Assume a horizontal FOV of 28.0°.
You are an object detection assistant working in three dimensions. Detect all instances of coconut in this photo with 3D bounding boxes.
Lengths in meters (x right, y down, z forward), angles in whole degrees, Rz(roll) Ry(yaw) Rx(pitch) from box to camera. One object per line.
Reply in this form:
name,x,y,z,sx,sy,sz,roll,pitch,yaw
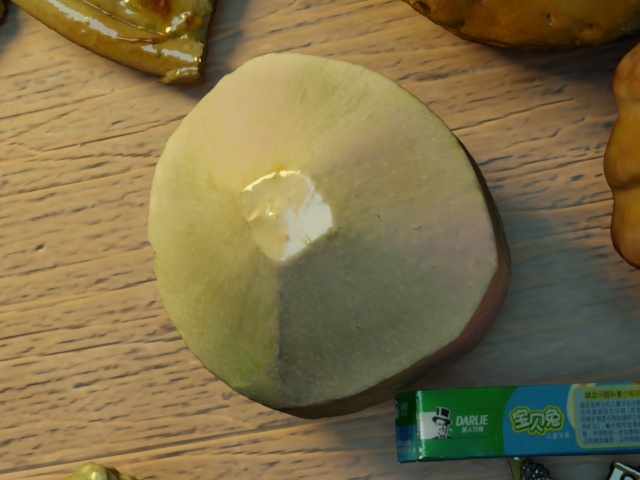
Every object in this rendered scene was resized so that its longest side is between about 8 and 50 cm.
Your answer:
coconut,0.000,0.000,0.887,0.259,0.259,0.259,-1,82,10

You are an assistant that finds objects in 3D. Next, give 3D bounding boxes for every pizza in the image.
pizza,-0.178,-0.278,1.016,0.323,0.089,0.223,39,85,-2

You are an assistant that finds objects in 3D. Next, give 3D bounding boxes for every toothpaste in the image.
toothpaste,0.188,0.124,0.882,0.266,0.065,0.050,-1,82,-11

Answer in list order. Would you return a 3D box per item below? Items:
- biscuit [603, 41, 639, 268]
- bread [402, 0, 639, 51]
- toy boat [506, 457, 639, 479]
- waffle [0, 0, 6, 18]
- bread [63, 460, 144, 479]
biscuit,0.345,-0.060,0.836,0.325,0.107,0.326,-3,107,-11
bread,0.162,-0.298,0.925,0.336,0.204,0.358,33,85,16
toy boat,0.224,0.200,0.915,0.200,0.057,0.077,24,82,14
waffle,-0.340,-0.259,1.085,0.249,0.056,0.253,-13,78,8
bread,-0.152,0.292,0.922,0.204,0.162,0.262,-35,100,2
